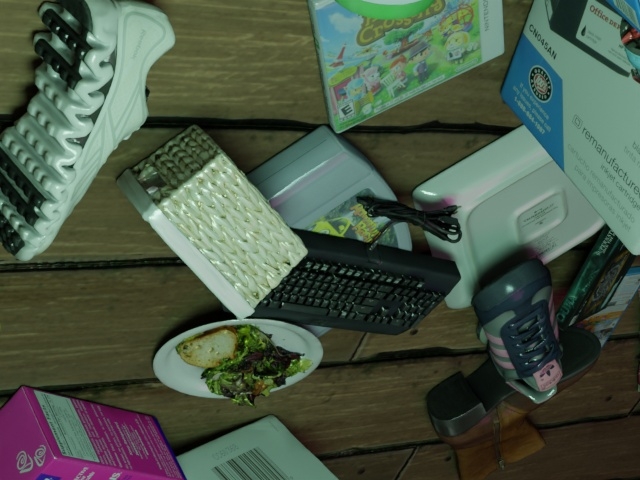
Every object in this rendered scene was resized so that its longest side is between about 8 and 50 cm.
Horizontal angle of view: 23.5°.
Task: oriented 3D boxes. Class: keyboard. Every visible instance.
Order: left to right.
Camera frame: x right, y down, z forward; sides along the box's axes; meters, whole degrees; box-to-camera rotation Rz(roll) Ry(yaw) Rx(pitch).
[{"bbox_3d":[0.050,0.028,1.745,0.317,0.033,0.201,10,124,-45],"label":"keyboard"}]

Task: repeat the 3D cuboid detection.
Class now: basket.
[{"bbox_3d":[-0.106,-0.021,1.545,0.103,0.113,0.167,-41,121,-3],"label":"basket"}]

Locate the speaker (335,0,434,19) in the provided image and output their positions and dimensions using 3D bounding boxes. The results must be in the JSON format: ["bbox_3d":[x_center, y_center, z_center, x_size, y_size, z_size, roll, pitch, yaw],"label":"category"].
[{"bbox_3d":[0.070,-0.343,1.344,0.131,0.131,0.296,-18,141,-22],"label":"speaker"}]

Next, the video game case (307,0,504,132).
[{"bbox_3d":[0.094,-0.222,1.586,0.212,0.023,0.193,-26,143,-11],"label":"video game case"}]

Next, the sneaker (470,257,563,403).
[{"bbox_3d":[0.269,0.119,1.959,0.112,0.131,0.319,-30,161,0],"label":"sneaker"}]

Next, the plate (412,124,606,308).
[{"bbox_3d":[0.262,-0.041,1.908,0.277,0.045,0.278,-31,145,-6],"label":"plate"}]

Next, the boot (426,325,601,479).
[{"bbox_3d":[0.299,0.253,2.225,0.264,0.096,0.280,-32,145,-2],"label":"boot"}]

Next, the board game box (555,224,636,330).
[{"bbox_3d":[0.385,0.029,2.050,0.126,0.026,0.186,-18,141,-52],"label":"board game box"}]

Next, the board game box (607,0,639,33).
[{"bbox_3d":[0.319,-0.368,1.358,0.302,0.308,0.086,-35,142,-1],"label":"board game box"}]

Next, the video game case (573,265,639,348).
[{"bbox_3d":[0.388,0.106,2.200,0.119,0.015,0.166,-6,135,-34],"label":"video game case"}]

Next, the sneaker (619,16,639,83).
[{"bbox_3d":[0.397,-0.194,1.348,0.262,0.104,0.125,-13,149,14],"label":"sneaker"}]

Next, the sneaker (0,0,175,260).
[{"bbox_3d":[-0.221,-0.099,1.416,0.118,0.110,0.292,-8,138,-45],"label":"sneaker"}]

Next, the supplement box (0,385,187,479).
[{"bbox_3d":[-0.277,0.259,1.765,0.111,0.114,0.220,-47,141,18],"label":"supplement box"}]

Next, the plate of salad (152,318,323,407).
[{"bbox_3d":[-0.095,0.148,1.792,0.200,0.048,0.200,-6,149,-4],"label":"plate of salad"}]

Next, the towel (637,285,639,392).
[{"bbox_3d":[0.584,0.108,2.343,0.237,0.037,0.329,-30,146,-10],"label":"towel"}]

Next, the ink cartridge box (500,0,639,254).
[{"bbox_3d":[0.370,-0.229,1.573,0.166,0.285,0.395,-10,136,-27],"label":"ink cartridge box"}]

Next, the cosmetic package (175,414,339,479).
[{"bbox_3d":[-0.148,0.431,1.993,0.217,0.156,0.385,-20,143,-43],"label":"cosmetic package"}]

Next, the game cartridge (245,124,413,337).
[{"bbox_3d":[0.000,0.000,1.742,0.196,0.060,0.294,-37,144,-4],"label":"game cartridge"}]
